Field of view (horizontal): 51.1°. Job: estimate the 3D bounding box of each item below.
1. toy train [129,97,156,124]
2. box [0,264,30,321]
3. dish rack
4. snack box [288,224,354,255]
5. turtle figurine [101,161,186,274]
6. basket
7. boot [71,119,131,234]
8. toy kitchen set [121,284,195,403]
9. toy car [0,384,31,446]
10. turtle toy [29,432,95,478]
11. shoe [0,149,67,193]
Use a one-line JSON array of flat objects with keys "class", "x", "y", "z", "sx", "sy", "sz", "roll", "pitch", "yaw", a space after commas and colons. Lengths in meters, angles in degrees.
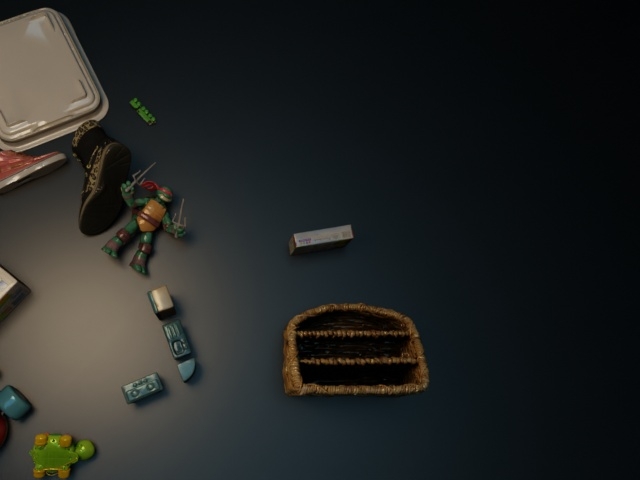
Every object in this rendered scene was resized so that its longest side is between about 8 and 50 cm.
[{"class": "toy train", "x": -0.441, "y": -0.319, "z": 1.660, "sx": 0.024, "sy": 0.017, "sz": 0.083, "roll": -42, "pitch": 85, "yaw": -7}, {"class": "box", "x": -0.747, "y": 0.143, "z": 1.436, "sx": 0.103, "sy": 0.114, "sz": 0.203, "roll": 38, "pitch": 74, "yaw": 2}, {"class": "dish rack", "x": -0.700, "y": -0.403, "z": 1.613, "sx": 0.286, "sy": 0.072, "sz": 0.332, "roll": -26, "pitch": 82, "yaw": -16}, {"class": "snack box", "x": 0.000, "y": 0.000, "z": 1.603, "sx": 0.141, "sy": 0.100, "sz": 0.037, "roll": -9, "pitch": 78, "yaw": -12}, {"class": "turtle figurine", "x": -0.393, "y": -0.050, "z": 1.543, "sx": 0.175, "sy": 0.118, "sz": 0.234, "roll": 31, "pitch": 83, "yaw": -9}, {"class": "basket", "x": 0.073, "y": 0.240, "z": 1.489, "sx": 0.300, "sy": 0.223, "sz": 0.213, "roll": 2, "pitch": 75, "yaw": -8}, {"class": "boot", "x": -0.528, "y": -0.150, "z": 1.562, "sx": 0.085, "sy": 0.236, "sz": 0.178, "roll": 4, "pitch": 29, "yaw": -44}, {"class": "toy kitchen set", "x": -0.378, "y": 0.230, "z": 1.468, "sx": 0.166, "sy": 0.122, "sz": 0.207, "roll": -21, "pitch": 79, "yaw": -14}, {"class": "toy car", "x": -0.737, "y": 0.344, "z": 1.319, "sx": 0.210, "sy": 0.238, "sz": 0.219, "roll": 45, "pitch": 73, "yaw": 4}, {"class": "turtle toy", "x": -0.545, "y": 0.446, "z": 1.412, "sx": 0.130, "sy": 0.066, "sz": 0.095, "roll": 5, "pitch": 98, "yaw": -11}, {"class": "shoe", "x": -0.689, "y": -0.183, "z": 1.557, "sx": 0.178, "sy": 0.063, "sz": 0.081, "roll": -28, "pitch": 86, "yaw": -11}]
